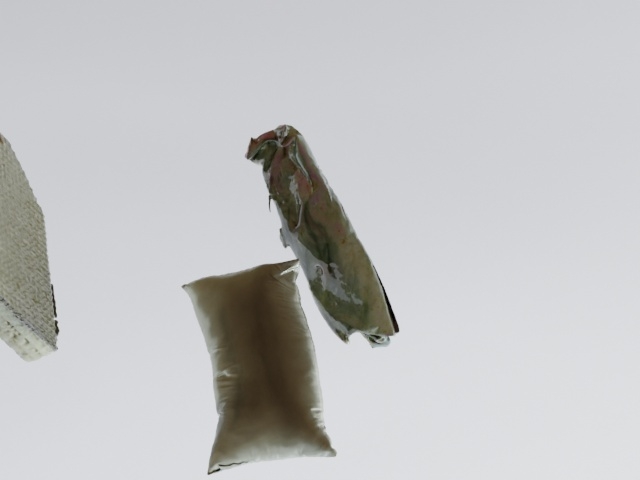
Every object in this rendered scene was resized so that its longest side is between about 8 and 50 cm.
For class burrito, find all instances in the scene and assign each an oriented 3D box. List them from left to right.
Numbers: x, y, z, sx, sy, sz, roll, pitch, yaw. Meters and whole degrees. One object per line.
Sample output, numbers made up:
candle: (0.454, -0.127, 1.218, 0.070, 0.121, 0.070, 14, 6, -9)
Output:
burrito: (0.003, -0.002, 1.861, 0.066, 0.096, 0.309, -21, -98, -52)

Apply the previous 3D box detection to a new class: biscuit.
biscuit: (-0.335, -0.011, 1.547, 0.052, 0.150, 0.252, -21, -126, 10)

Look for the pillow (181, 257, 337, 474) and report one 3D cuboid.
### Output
pillow: (-0.074, 0.143, 1.704, 0.144, 0.078, 0.254, -10, -118, -3)
